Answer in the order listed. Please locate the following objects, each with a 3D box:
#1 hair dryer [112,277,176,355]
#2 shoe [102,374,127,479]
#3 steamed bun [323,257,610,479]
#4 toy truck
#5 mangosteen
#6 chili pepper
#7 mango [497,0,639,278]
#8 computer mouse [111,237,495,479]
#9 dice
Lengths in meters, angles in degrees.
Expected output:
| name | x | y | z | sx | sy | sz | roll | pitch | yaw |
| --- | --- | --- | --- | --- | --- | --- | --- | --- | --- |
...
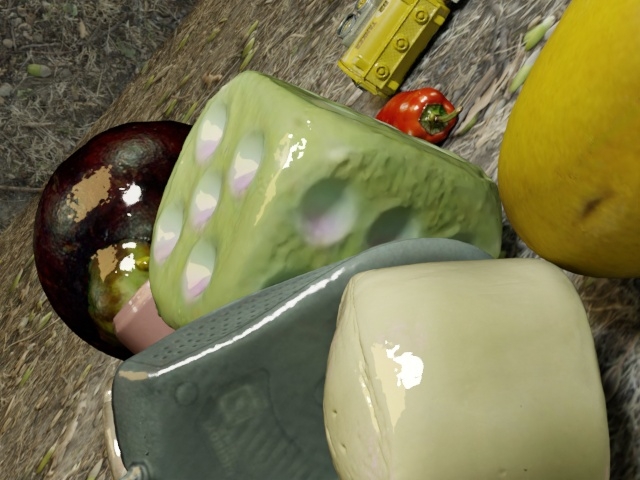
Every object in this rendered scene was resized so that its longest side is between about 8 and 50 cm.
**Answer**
| name | x | y | z | sx | sy | sz | roll | pitch | yaw |
| --- | --- | --- | --- | --- | --- | --- | --- | --- | --- |
| hair dryer | -0.054 | 0.050 | 1.768 | 0.125 | 0.210 | 0.352 | -45 | 5 | 46 |
| shoe | -0.092 | 0.238 | 1.516 | 0.351 | 0.198 | 0.172 | -111 | 14 | -60 |
| steamed bun | 0.102 | 0.103 | 1.184 | 0.250 | 0.200 | 0.155 | -106 | 16 | -58 |
| toy truck | 0.112 | -0.292 | 2.077 | 0.227 | 0.098 | 0.114 | -54 | 21 | 11 |
| mangosteen | -0.181 | 0.006 | 1.956 | 0.330 | 0.330 | 0.330 | -48 | 19 | 23 |
| chili pepper | 0.102 | -0.140 | 1.895 | 0.071 | 0.063 | 0.272 | -47 | 13 | -15 |
| mango | 0.275 | -0.130 | 1.173 | 0.445 | 0.220 | 0.301 | -39 | 28 | 49 |
| computer mouse | -0.008 | 0.119 | 1.350 | 0.371 | 0.188 | 0.122 | -25 | 13 | -11 |
| dice | 0.000 | 0.000 | 1.524 | 0.254 | 0.252 | 0.250 | -67 | 26 | 8 |
